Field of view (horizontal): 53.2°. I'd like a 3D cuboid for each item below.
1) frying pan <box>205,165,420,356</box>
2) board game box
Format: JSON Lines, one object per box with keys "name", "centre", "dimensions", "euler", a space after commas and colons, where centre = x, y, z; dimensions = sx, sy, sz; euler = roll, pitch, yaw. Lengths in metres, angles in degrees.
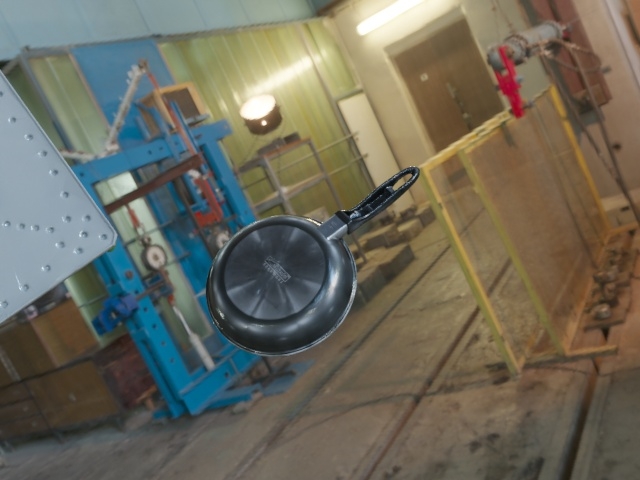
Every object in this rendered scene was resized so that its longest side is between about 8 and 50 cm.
{"name": "frying pan", "centre": [0.007, 0.025, 0.807], "dimensions": [0.326, 0.197, 0.053], "euler": [-21, -29, 0]}
{"name": "board game box", "centre": [-0.582, -0.032, 1.013], "dimensions": [0.390, 0.390, 0.050], "euler": [-36, -11, -10]}
